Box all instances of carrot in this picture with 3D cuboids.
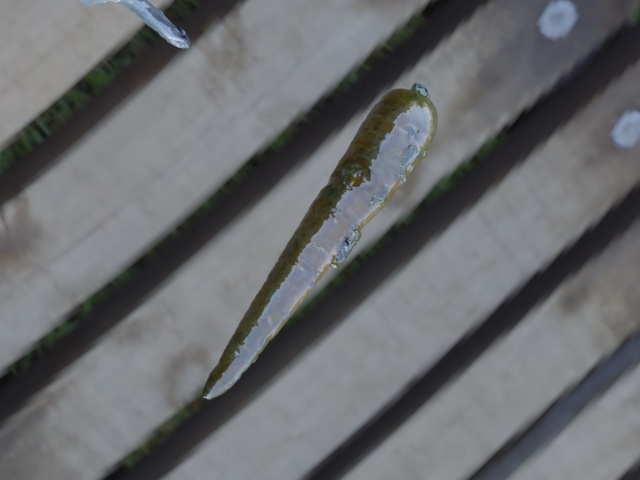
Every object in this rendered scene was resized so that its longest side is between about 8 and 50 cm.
[{"bbox_3d":[0.000,0.000,1.194,0.254,0.049,0.049,-54,129,-18],"label":"carrot"}]

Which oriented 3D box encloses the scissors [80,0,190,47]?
[{"bbox_3d":[-0.130,-0.144,0.737,0.212,0.110,0.021,45,93,7],"label":"scissors"}]
